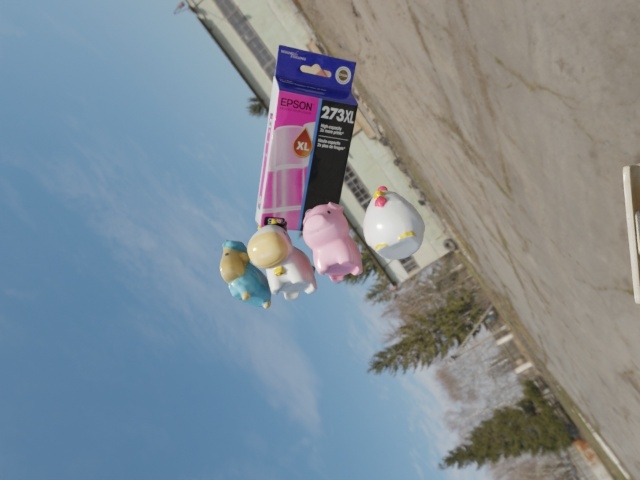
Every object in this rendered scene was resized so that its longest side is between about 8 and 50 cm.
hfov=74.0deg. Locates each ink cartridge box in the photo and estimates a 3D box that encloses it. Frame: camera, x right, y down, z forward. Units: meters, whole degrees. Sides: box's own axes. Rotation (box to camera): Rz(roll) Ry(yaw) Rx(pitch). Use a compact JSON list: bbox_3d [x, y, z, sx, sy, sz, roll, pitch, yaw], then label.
[{"bbox_3d":[-0.027,-0.201,0.901,0.175,0.372,0.069,4,-164,-21],"label":"ink cartridge box"}]

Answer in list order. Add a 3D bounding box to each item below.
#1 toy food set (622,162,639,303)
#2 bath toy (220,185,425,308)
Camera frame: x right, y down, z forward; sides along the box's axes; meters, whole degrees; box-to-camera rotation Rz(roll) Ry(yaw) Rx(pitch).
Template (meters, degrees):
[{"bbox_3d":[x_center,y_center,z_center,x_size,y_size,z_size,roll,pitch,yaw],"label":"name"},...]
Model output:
[{"bbox_3d":[0.606,-0.022,0.580,0.092,0.305,0.220,-16,-82,-56],"label":"toy food set"},{"bbox_3d":[0.000,0.000,0.732,0.151,0.347,0.129,47,-153,-56],"label":"bath toy"}]
